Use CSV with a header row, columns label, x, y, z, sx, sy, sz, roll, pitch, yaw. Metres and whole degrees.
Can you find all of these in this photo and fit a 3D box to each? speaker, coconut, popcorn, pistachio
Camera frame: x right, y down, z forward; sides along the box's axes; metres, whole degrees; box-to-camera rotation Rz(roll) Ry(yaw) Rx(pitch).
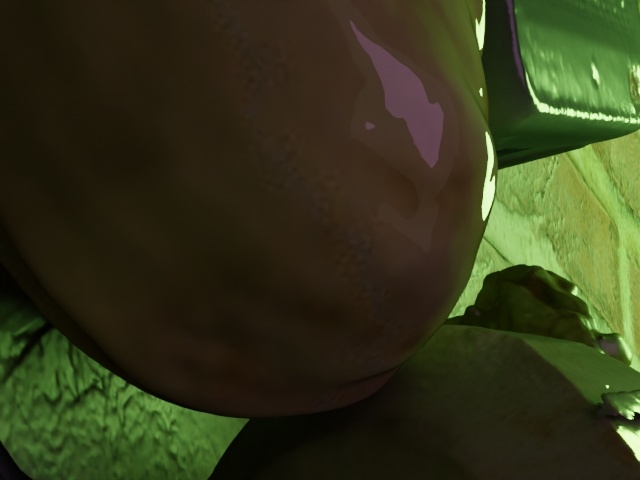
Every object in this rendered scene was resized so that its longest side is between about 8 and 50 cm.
label,x,y,z,sx,sy,sz,roll,pitch,yaw
speaker,0.091,-0.135,1.030,0.406,0.184,0.183,-6,88,-67
coconut,0.087,0.194,0.767,0.323,0.323,0.323,-8,90,-67
popcorn,0.148,0.116,1.123,0.197,0.155,0.197,162,-90,-90
pistachio,-0.046,-0.078,0.649,0.238,0.229,0.321,-27,101,-31

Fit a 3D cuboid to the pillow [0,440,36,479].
label,x,y,z,sx,sy,sz,roll,pitch,yaw
pillow,-0.140,0.103,0.574,0.091,0.055,0.136,-46,129,-22
